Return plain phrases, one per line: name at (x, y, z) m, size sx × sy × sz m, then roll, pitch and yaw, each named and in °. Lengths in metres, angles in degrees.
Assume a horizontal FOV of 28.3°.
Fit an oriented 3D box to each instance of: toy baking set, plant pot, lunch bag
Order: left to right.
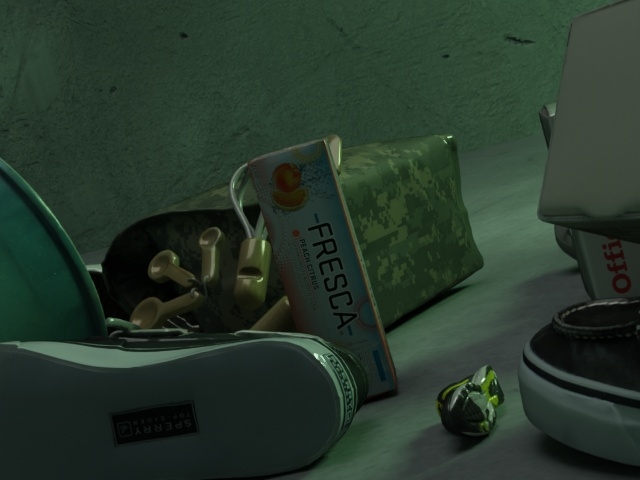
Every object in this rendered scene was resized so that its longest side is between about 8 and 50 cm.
plant pot at (-0.363, 0.084, 1.050) m, size 0.271 × 0.272 × 0.255 m, roll -9°, pitch 23°, yaw 50°
toy baking set at (-0.065, 0.025, 1.004) m, size 0.256 × 0.030 × 0.197 m, roll -42°, pitch 42°, yaw 7°
lunch bag at (-0.033, 0.009, 1.205) m, size 0.287 × 0.169 × 0.235 m, roll -6°, pitch 12°, yaw 37°

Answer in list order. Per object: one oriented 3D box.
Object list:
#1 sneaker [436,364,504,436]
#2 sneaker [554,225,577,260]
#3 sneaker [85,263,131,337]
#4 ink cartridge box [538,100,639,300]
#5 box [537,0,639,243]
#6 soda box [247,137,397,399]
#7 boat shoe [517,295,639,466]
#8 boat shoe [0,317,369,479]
sneaker at (0.083, 0.099, 0.741) m, size 0.035 × 0.031 × 0.083 m, roll -28°, pitch -4°, yaw 23°
sneaker at (0.273, -0.090, 1.060) m, size 0.115 × 0.105 × 0.281 m, roll 15°, pitch -46°, yaw -25°
sneaker at (-0.189, 0.072, 1.414) m, size 0.290 × 0.106 × 0.123 m, roll -4°, pitch 5°, yaw 9°
ink cartridge box at (0.286, -0.050, 0.924) m, size 0.219 × 0.160 × 0.092 m, roll -16°, pitch 8°, yaw 9°
box at (0.264, -0.051, 0.710) m, size 0.232 × 0.127 × 0.148 m, roll 12°, pitch -5°, yaw -20°
soda box at (0.003, 0.022, 0.895) m, size 0.058 × 0.183 × 0.063 m, roll -16°, pitch 5°, yaw 3°
boat shoe at (0.208, 0.032, 0.560) m, size 0.121 × 0.119 × 0.335 m, roll -20°, pitch 7°, yaw -32°
boat shoe at (-0.120, 0.104, 0.831) m, size 0.306 × 0.113 × 0.105 m, roll -12°, pitch 0°, yaw 15°
